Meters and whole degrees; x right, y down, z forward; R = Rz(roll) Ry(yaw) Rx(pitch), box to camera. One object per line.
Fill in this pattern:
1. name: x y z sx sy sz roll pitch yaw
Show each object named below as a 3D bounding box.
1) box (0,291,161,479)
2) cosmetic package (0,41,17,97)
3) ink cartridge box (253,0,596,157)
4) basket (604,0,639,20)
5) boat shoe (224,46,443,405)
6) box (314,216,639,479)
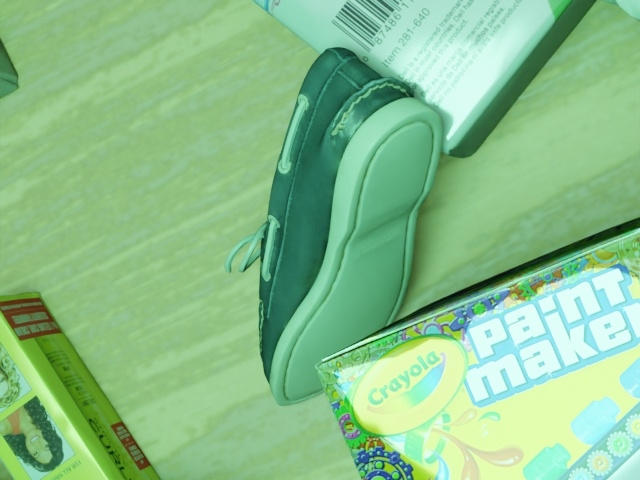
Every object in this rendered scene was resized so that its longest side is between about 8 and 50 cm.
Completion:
1. box: -0.157 0.145 0.901 0.058 0.087 0.232 -36 83 9
2. cosmetic package: -0.319 -0.185 0.920 0.127 0.107 0.238 -26 83 12
3. ink cartridge box: 0.038 -0.213 0.830 0.278 0.117 0.201 40 99 8
4. basket: 0.330 -0.219 0.603 0.266 0.328 0.331 3 111 -24
5. boat shoe: 0.000 0.000 0.821 0.095 0.254 0.079 -26 57 -29
6. box: 0.158 0.143 0.727 0.177 0.290 0.279 -23 86 13
